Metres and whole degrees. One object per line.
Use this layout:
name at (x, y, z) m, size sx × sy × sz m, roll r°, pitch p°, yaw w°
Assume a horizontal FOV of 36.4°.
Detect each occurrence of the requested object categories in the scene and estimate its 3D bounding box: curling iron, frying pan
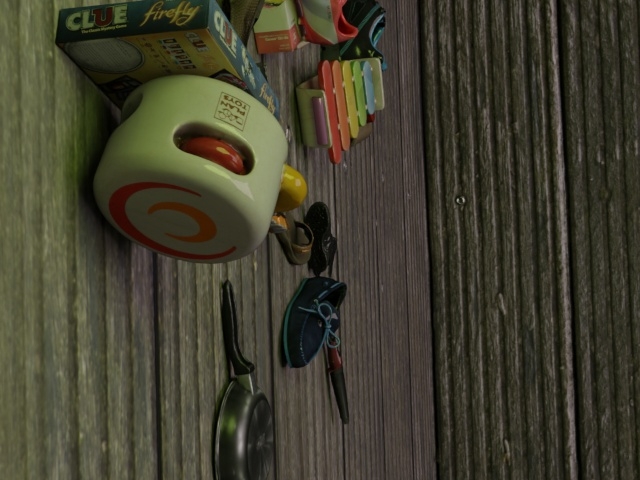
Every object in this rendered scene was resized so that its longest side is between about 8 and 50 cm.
curling iron at (0.026, 0.263, 2.011) m, size 0.068 × 0.035 × 0.274 m, roll -59°, pitch 144°, yaw -59°
frying pan at (-0.107, 0.238, 1.459) m, size 0.197 × 0.053 × 0.326 m, roll 50°, pitch 42°, yaw -69°

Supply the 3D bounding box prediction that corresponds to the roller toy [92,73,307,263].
roller toy at (-0.134, -0.080, 1.056) m, size 0.191 × 0.209 × 0.146 m, roll 62°, pitch 34°, yaw -51°

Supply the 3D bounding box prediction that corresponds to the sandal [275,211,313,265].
sandal at (-0.040, -0.008, 1.760) m, size 0.180 × 0.049 × 0.072 m, roll 63°, pitch 28°, yaw -60°

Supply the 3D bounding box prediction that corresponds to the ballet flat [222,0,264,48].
ballet flat at (-0.136, -0.286, 1.421) m, size 0.084 × 0.058 × 0.249 m, roll -46°, pitch -156°, yaw 50°

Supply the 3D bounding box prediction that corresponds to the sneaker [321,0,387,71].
sneaker at (0.081, -0.513, 2.162) m, size 0.125 × 0.140 × 0.340 m, roll 38°, pitch 51°, yaw -72°

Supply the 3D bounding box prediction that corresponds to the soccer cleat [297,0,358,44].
soccer cleat at (-0.004, -0.422, 1.601) m, size 0.248 × 0.095 × 0.083 m, roll 70°, pitch 24°, yaw -51°

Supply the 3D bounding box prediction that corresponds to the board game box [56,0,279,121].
board game box at (-0.157, -0.183, 1.073) m, size 0.243 × 0.165 × 0.042 m, roll 54°, pitch 36°, yaw -67°

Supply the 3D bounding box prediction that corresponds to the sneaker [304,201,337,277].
sneaker at (0.003, 0.000, 1.941) m, size 0.089 × 0.051 × 0.170 m, roll -46°, pitch 137°, yaw -71°

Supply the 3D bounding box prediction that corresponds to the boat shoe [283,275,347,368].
boat shoe at (-0.006, 0.135, 1.788) m, size 0.258 × 0.089 × 0.109 m, roll -73°, pitch 156°, yaw -54°

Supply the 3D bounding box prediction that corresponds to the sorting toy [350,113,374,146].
sorting toy at (0.088, -0.347, 2.364) m, size 0.307 × 0.041 × 0.229 m, roll -43°, pitch 129°, yaw -72°

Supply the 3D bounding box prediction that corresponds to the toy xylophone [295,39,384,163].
toy xylophone at (0.032, -0.309, 1.963) m, size 0.322 × 0.081 × 0.236 m, roll -53°, pitch 138°, yaw -51°

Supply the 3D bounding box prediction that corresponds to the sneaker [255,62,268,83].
sneaker at (-0.118, -0.203, 1.446) m, size 0.222 × 0.083 × 0.118 m, roll -69°, pitch 149°, yaw -79°

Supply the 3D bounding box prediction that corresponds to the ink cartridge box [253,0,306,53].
ink cartridge box at (-0.078, -0.429, 1.644) m, size 0.115 × 0.067 × 0.198 m, roll -67°, pitch 151°, yaw -59°

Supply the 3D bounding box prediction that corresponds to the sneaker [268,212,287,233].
sneaker at (-0.099, -0.069, 1.481) m, size 0.215 × 0.084 × 0.083 m, roll 71°, pitch 17°, yaw -76°
